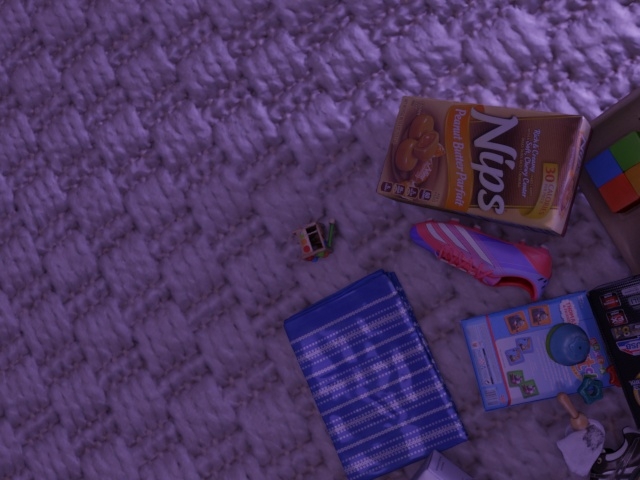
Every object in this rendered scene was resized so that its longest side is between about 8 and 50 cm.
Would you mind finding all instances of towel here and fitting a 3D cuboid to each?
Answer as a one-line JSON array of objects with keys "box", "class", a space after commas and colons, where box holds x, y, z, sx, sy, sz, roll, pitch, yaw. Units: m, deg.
[{"box": [0.091, 0.247, 1.182, 0.243, 0.040, 0.335, -28, 76, 16], "class": "towel"}]

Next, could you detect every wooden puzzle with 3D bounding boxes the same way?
[{"box": [0.558, -0.085, 0.955, 0.322, 0.081, 0.347, -40, 70, 38], "class": "wooden puzzle"}]

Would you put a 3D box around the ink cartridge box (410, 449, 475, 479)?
[{"box": [0.239, 0.530, 1.042, 0.308, 0.129, 0.223, 36, 97, 14], "class": "ink cartridge box"}]

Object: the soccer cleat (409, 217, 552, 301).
[{"box": [0.267, 0.029, 1.114, 0.248, 0.083, 0.095, 15, 71, 16], "class": "soccer cleat"}]

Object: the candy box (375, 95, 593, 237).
[{"box": [0.267, -0.130, 1.096, 0.317, 0.088, 0.182, 15, 91, 34], "class": "candy box"}]

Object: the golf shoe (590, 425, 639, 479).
[{"box": [0.451, 0.380, 1.029, 0.198, 0.077, 0.094, -45, 61, 3], "class": "golf shoe"}]

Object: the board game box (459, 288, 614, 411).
[{"box": [0.359, 0.185, 1.092, 0.212, 0.039, 0.160, -17, 79, 18], "class": "board game box"}]

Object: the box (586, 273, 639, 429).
[{"box": [0.544, 0.133, 0.905, 0.270, 0.060, 0.216, -23, 82, 38], "class": "box"}]

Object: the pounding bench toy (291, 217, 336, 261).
[{"box": [0.000, 0.000, 1.231, 0.083, 0.052, 0.065, -23, 78, 16], "class": "pounding bench toy"}]

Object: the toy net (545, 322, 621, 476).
[{"box": [0.419, 0.248, 1.027, 0.122, 0.045, 0.232, 2, 89, -11], "class": "toy net"}]
